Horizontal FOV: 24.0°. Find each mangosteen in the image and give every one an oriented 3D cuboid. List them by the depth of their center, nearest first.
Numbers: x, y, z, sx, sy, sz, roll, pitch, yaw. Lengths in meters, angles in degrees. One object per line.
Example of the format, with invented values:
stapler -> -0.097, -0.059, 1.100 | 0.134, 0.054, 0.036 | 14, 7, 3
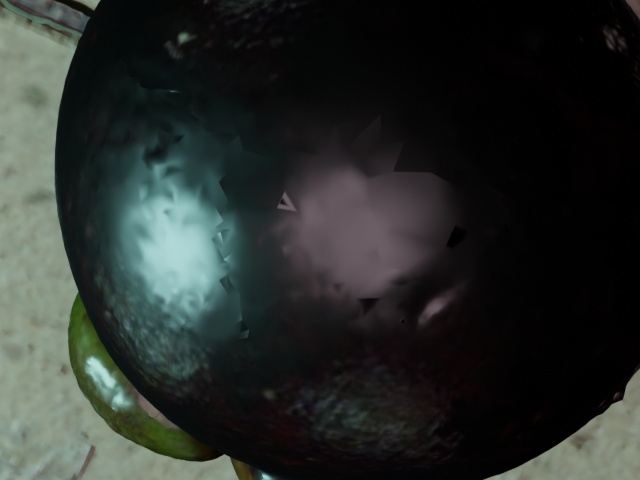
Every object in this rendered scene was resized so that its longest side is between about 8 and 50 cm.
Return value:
mangosteen -> 0.000, 0.000, 0.501 | 0.211, 0.211, 0.250 | 36, 128, -10
